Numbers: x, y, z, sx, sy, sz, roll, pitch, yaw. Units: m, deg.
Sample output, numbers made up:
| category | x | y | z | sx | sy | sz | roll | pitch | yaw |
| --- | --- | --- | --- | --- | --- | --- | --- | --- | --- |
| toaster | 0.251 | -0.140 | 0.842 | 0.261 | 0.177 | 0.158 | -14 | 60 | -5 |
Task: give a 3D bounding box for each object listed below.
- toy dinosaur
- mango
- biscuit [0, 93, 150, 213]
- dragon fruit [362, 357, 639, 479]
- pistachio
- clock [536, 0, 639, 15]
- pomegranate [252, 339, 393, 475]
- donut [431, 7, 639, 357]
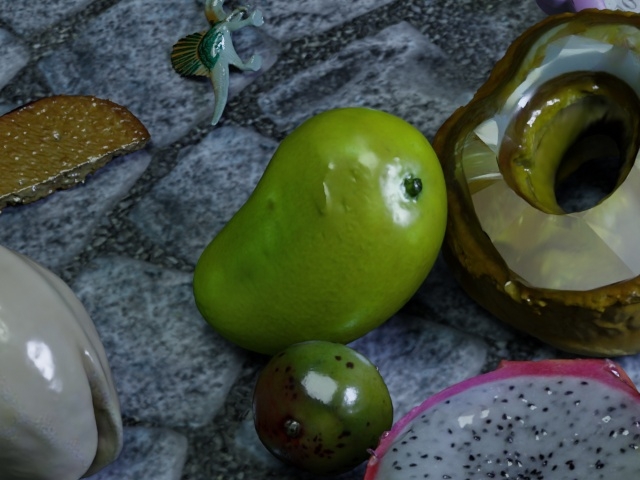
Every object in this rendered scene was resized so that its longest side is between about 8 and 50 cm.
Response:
| category | x | y | z | sx | sy | sz | roll | pitch | yaw |
| --- | --- | --- | --- | --- | --- | --- | --- | --- | --- |
| toy dinosaur | -0.116 | -0.199 | 2.039 | 0.106 | 0.044 | 0.187 | 7 | 64 | 32 |
| mango | 0.007 | 0.004 | 1.737 | 0.185 | 0.149 | 0.273 | 48 | 115 | 25 |
| biscuit | -0.285 | -0.096 | 1.987 | 0.206 | 0.025 | 0.126 | -22 | 51 | -10 |
| dragon fruit | 0.170 | 0.242 | 1.535 | 0.290 | 0.189 | 0.291 | -7 | 41 | 6 |
| pistachio | -0.320 | 0.105 | 1.721 | 0.332 | 0.208 | 0.226 | 27 | 103 | 12 |
| clock | 0.356 | -0.247 | 1.936 | 0.227 | 0.090 | 0.248 | -42 | 64 | -12 |
| pomegranate | 0.003 | 0.148 | 1.683 | 0.130 | 0.130 | 0.130 | -5 | 50 | 6 |
| donut | 0.242 | -0.064 | 1.749 | 0.330 | 0.160 | 0.330 | -14 | 56 | 22 |
